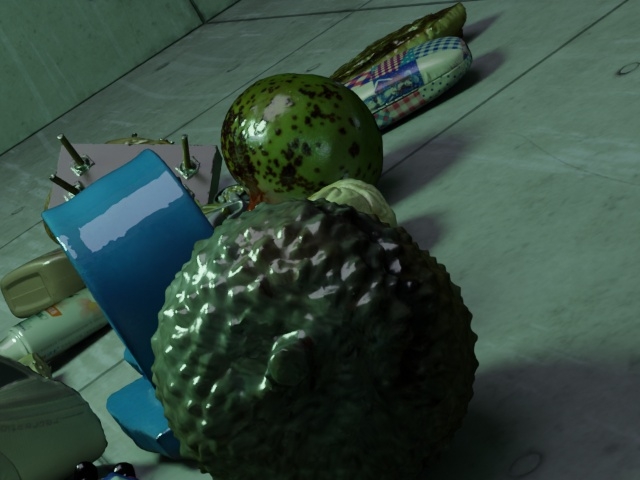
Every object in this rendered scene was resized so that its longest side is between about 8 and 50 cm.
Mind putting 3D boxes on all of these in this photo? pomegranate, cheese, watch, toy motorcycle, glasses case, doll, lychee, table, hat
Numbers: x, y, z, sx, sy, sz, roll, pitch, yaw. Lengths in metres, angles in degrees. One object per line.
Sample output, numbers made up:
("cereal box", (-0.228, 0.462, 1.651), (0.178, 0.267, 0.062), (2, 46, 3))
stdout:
("pomegranate", (-0.035, -0.085, 1.755), (0.214, 0.214, 0.248), (10, 81, 64))
("cheese", (-0.417, 0.218, 1.739), (0.192, 0.037, 0.097), (-41, 20, -2))
("watch", (-0.158, 0.042, 1.418), (0.241, 0.274, 0.305), (-35, 23, -11))
("toy motorcycle", (-0.162, -0.002, 1.847), (0.225, 0.073, 0.152), (-29, 33, -16))
("glasses case", (0.070, -0.200, 2.020), (0.327, 0.076, 0.125), (-28, 20, 10))
("doll", (-0.184, 0.245, 1.264), (0.096, 0.070, 0.195), (-3, 8, -15))
("lychee", (-0.001, 0.087, 1.095), (0.255, 0.255, 0.274), (-25, -4, 16))
("table", (-0.275, -0.094, 2.006), (0.240, 0.111, 0.122), (1, 65, 10))
("hat", (-0.345, 0.241, 1.381), (0.275, 0.232, 0.161), (-20, 51, -15))

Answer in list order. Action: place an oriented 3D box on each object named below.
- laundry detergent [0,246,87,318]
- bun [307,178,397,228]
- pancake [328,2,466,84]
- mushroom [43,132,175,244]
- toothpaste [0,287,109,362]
("laundry detergent", (-0.325, 0.029, 1.997), (0.171, 0.076, 0.237), (-19, 7, 37))
("bun", (0.000, 0.000, 1.545), (0.188, 0.111, 0.164), (-41, 17, -19))
("pancake", (0.037, -0.245, 2.251), (0.426, 0.067, 0.305), (-35, 11, -9))
("mushroom", (-0.338, -0.055, 2.150), (0.285, 0.156, 0.151), (-22, 19, 29))
("toothpaste", (-0.301, 0.090, 1.869), (0.323, 0.066, 0.100), (-31, 20, -27))
